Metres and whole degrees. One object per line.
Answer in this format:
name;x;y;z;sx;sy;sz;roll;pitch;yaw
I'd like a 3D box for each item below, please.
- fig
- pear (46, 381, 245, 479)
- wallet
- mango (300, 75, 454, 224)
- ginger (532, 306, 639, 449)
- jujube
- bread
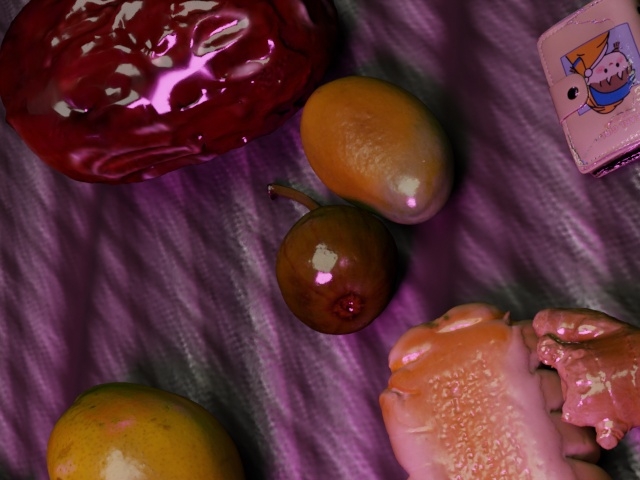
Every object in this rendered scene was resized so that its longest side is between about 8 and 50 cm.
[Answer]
fig;0.000;0.000;1.378;0.124;0.124;0.236;-45;32;9
pear;-0.176;0.223;1.329;0.187;0.187;0.220;-48;62;6
wallet;0.268;-0.148;1.287;0.110;0.039;0.155;-28;62;30
mango;0.059;-0.089;1.362;0.130;0.092;0.194;-34;52;0
ginger;0.270;0.113;1.123;0.206;0.115;0.081;10;117;12
jujube;-0.173;-0.194;1.453;0.377;0.258;0.258;-21;62;28
bread;0.160;0.202;1.177;0.173;0.121;0.311;-23;59;15
